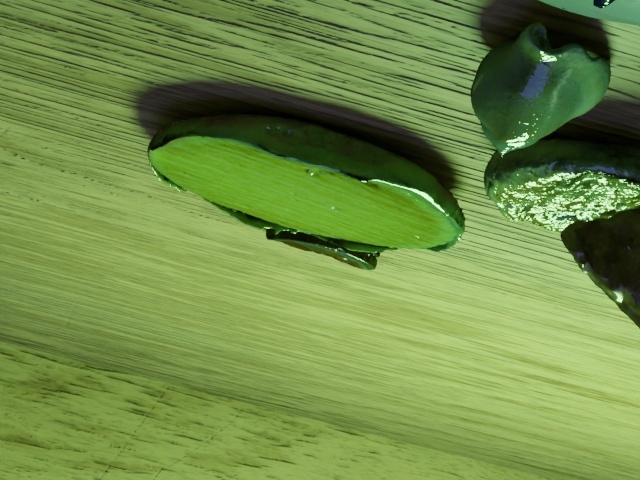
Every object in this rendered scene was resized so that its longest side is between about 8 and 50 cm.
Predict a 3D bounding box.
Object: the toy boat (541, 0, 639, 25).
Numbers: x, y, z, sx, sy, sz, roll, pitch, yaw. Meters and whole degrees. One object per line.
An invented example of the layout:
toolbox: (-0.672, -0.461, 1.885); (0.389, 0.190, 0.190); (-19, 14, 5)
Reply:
toy boat: (0.145, -0.160, 0.718); (0.291, 0.070, 0.210); (14, 170, -20)

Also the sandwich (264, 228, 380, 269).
sandwich: (-0.002, -0.001, 1.499); (0.135, 0.029, 0.067); (14, 165, -3)

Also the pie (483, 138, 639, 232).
pie: (0.220, -0.039, 1.139); (0.186, 0.041, 0.187); (10, 165, 3)

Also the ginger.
ginger: (0.311, 0.052, 1.095); (0.270, 0.123, 0.219); (42, -176, 1)

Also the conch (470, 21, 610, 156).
conch: (0.144, -0.093, 0.955); (0.088, 0.065, 0.180); (14, 159, 0)

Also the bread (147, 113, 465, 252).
bread: (-0.012, -0.049, 1.303); (0.301, 0.045, 0.301); (14, 166, 4)
